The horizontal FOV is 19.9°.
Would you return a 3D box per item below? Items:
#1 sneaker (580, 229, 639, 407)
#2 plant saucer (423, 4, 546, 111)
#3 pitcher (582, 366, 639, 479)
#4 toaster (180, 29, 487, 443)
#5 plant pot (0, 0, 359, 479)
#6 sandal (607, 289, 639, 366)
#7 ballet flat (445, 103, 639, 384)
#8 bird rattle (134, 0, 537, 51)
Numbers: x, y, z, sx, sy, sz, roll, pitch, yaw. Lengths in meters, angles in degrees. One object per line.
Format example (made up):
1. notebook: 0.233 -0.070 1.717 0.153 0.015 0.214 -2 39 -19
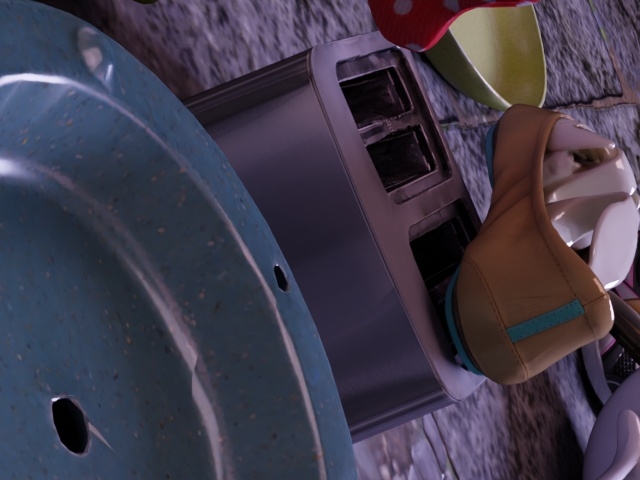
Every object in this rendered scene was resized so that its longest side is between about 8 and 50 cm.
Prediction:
1. sneaker: 0.229 0.059 1.298 0.072 0.077 0.178 40 36 -45
2. plant saucer: 0.087 -0.193 1.263 0.241 0.037 0.241 48 29 -39
3. pitcher: 0.207 0.162 1.110 0.178 0.125 0.207 48 41 -35
4. toaster: 0.000 0.000 0.808 0.168 0.110 0.185 66 23 -1
5. plant pot: -0.113 0.062 0.397 0.293 0.196 0.293 48 29 -39
6. sandal: 0.220 0.053 1.224 0.180 0.049 0.072 40 -5 7
7. ballet flat: 0.112 -0.007 0.822 0.080 0.073 0.232 60 23 -19
8. bird rattle: -0.027 -0.173 0.718 0.143 0.253 0.207 -60 146 -57
